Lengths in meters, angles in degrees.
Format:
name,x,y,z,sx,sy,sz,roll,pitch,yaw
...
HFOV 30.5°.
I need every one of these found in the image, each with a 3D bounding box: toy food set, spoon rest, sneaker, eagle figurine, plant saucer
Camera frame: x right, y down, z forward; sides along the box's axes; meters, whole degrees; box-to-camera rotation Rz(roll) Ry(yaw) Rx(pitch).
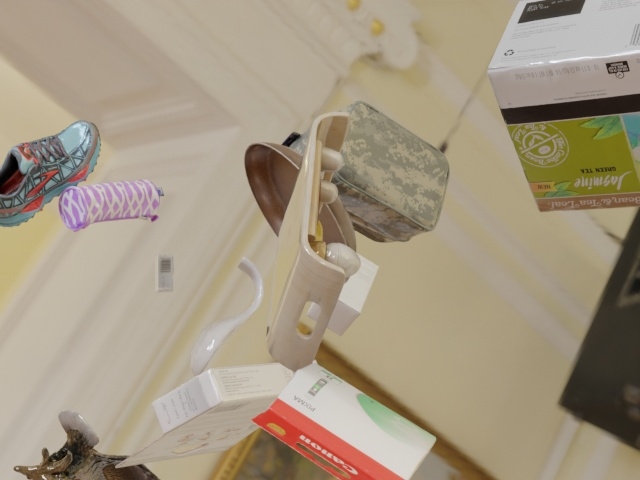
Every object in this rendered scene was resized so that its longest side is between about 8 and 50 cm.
name,x,y,z,sx,sy,sz,roll,pitch,yaw
toy food set,0.000,0.000,1.625,0.092,0.306,0.219,12,-44,-7
spoon rest,-0.192,0.171,2.462,0.084,0.276,0.137,28,-23,-4
sneaker,-0.520,-0.137,2.182,0.104,0.262,0.125,39,-13,27
eagle figurine,-0.465,0.448,2.324,0.225,0.226,0.298,-20,-8,22
plant saucer,-0.029,-0.058,2.175,0.310,0.050,0.310,44,-24,26

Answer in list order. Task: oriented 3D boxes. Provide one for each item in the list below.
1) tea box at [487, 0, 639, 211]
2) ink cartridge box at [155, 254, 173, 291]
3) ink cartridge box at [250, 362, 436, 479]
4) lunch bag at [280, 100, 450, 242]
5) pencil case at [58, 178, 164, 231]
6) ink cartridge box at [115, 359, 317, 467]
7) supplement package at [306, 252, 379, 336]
name,x,y,z,sx,sy,sz,roll,pitch,yaw
tea box,0.503,-0.240,1.985,0.329,0.220,0.323,-4,-48,33
ink cartridge box,-0.272,0.059,2.043,0.029,0.063,0.115,0,-4,-10
ink cartridge box,0.032,0.216,1.344,0.181,0.056,0.225,31,5,10
lunch bag,0.080,-0.128,2.487,0.305,0.212,0.256,28,-30,-26
pencil case,-0.401,-0.068,2.250,0.086,0.088,0.206,-21,-8,41
ink cartridge box,-0.173,0.291,1.993,0.261,0.066,0.296,-33,-20,29
supplement package,0.055,0.122,2.848,0.105,0.179,0.105,32,-48,-5
